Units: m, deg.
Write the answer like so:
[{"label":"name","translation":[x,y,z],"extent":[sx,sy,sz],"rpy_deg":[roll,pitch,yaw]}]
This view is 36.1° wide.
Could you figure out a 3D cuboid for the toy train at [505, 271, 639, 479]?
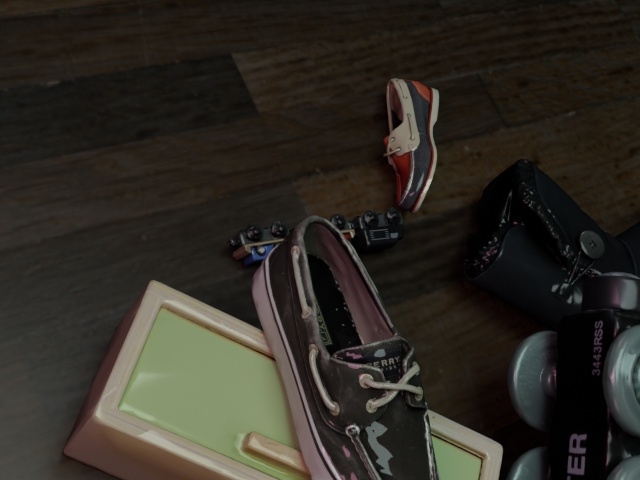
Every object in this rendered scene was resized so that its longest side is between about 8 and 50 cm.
[{"label":"toy train","translation":[0.234,0.194,0.700],"extent":[0.190,0.142,0.334],"rpy_deg":[14,75,-27]}]

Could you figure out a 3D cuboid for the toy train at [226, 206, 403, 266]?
[{"label":"toy train","translation":[0.000,0.000,0.775],"extent":[0.158,0.027,0.036],"rpy_deg":[-7,79,-31]}]

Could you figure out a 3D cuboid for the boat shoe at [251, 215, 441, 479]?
[{"label":"boat shoe","translation":[0.023,0.088,0.600],"extent":[0.077,0.070,0.219],"rpy_deg":[-11,65,-37]}]

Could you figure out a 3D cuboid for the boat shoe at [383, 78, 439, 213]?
[{"label":"boat shoe","translation":[0.074,-0.083,0.842],"extent":[0.043,0.049,0.137],"rpy_deg":[18,56,-15]}]

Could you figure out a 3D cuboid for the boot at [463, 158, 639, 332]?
[{"label":"boot","translation":[0.248,-0.008,0.863],"extent":[0.207,0.094,0.246],"rpy_deg":[39,60,-9]}]

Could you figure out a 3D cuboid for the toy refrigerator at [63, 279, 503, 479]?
[{"label":"toy refrigerator","translation":[-0.018,0.137,0.650],"extent":[0.269,0.094,0.102],"rpy_deg":[28,55,-13]}]
